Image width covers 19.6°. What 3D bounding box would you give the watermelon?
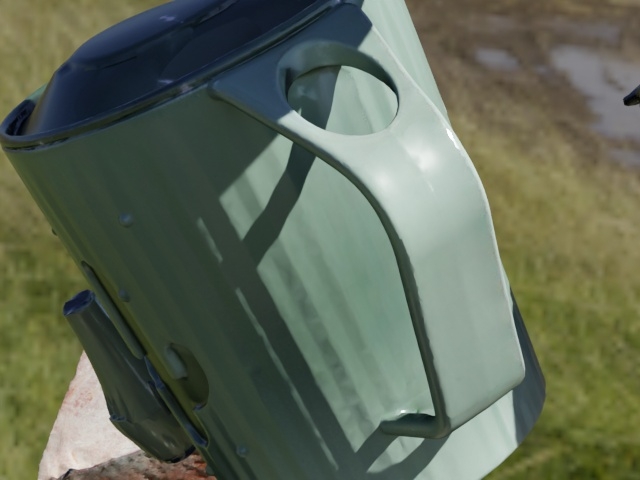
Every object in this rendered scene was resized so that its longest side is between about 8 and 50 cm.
[{"bbox_3d":[-0.215,0.211,2.166,0.292,0.283,0.250,7,25,-28],"label":"watermelon"}]

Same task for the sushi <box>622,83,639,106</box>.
[{"bbox_3d":[0.366,-0.135,1.385,0.207,0.234,0.349,18,45,-33],"label":"sushi"}]

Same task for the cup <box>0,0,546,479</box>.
[{"bbox_3d":[-0.023,0.010,1.348,0.310,0.392,0.401,-25,16,7],"label":"cup"}]

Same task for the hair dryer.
[{"bbox_3d":[-0.124,0.067,1.547,0.067,0.199,0.167,7,-32,52],"label":"hair dryer"}]
